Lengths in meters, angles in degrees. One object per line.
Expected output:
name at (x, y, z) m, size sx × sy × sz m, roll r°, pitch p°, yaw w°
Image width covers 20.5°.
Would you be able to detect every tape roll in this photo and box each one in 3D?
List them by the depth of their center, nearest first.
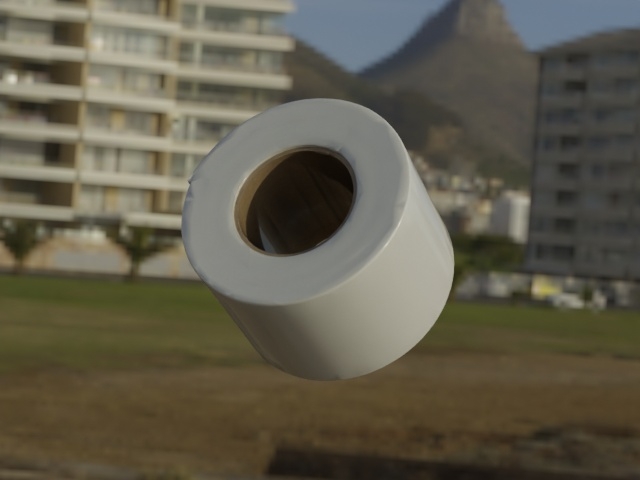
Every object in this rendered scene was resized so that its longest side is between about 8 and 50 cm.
tape roll at (0.000, 0.000, 1.817) m, size 0.246 × 0.246 × 0.169 m, roll 4°, pitch -29°, yaw 25°
